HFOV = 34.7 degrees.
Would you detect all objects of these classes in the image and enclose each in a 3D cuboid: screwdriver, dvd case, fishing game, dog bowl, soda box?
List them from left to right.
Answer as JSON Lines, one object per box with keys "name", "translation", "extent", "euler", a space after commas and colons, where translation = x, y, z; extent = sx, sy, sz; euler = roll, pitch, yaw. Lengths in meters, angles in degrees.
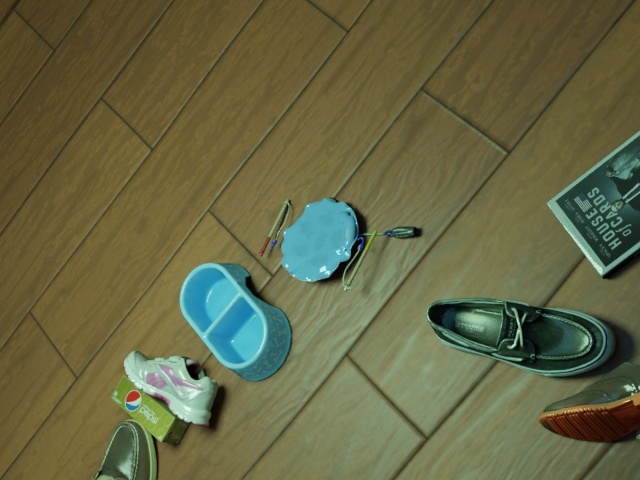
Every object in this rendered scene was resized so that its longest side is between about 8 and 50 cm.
{"name": "soda box", "translation": [-0.365, 0.362, 2.195], "extent": [0.181, 0.058, 0.061], "euler": [31, 92, 34]}
{"name": "dog bowl", "translation": [-0.186, 0.161, 2.139], "extent": [0.166, 0.074, 0.297], "euler": [-50, 57, 9]}
{"name": "fishing game", "translation": [0.000, 0.000, 2.097], "extent": [0.264, 0.041, 0.189], "euler": [16, 76, 40]}
{"name": "screwdriver", "translation": [0.119, -0.013, 2.044], "extent": [0.170, 0.025, 0.024], "euler": [-5, 73, 40]}
{"name": "dvd case", "translation": [0.541, -0.072, 1.792], "extent": [0.239, 0.029, 0.179], "euler": [-39, 58, 15]}

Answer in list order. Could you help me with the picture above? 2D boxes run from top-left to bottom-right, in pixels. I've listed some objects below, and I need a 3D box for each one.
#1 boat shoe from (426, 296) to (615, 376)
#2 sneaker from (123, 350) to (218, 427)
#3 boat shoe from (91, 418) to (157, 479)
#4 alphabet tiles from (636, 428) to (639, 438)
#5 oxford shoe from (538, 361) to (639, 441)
{"name": "boat shoe", "translation": [0.337, 0.166, 1.788], "extent": [0.335, 0.119, 0.121], "euler": [2, 76, 32]}
{"name": "sneaker", "translation": [-0.307, 0.291, 2.166], "extent": [0.252, 0.103, 0.111], "euler": [29, 87, 28]}
{"name": "boat shoe", "translation": [-0.438, 0.544, 2.144], "extent": [0.123, 0.123, 0.342], "euler": [5, 78, 32]}
{"name": "alphabet tiles", "translation": [0.643, 0.246, 1.644], "extent": [0.237, 0.009, 0.198], "euler": [8, 79, 33]}
{"name": "oxford shoe", "translation": [0.490, 0.263, 1.694], "extent": [0.271, 0.097, 0.098], "euler": [-19, 40, 34]}
